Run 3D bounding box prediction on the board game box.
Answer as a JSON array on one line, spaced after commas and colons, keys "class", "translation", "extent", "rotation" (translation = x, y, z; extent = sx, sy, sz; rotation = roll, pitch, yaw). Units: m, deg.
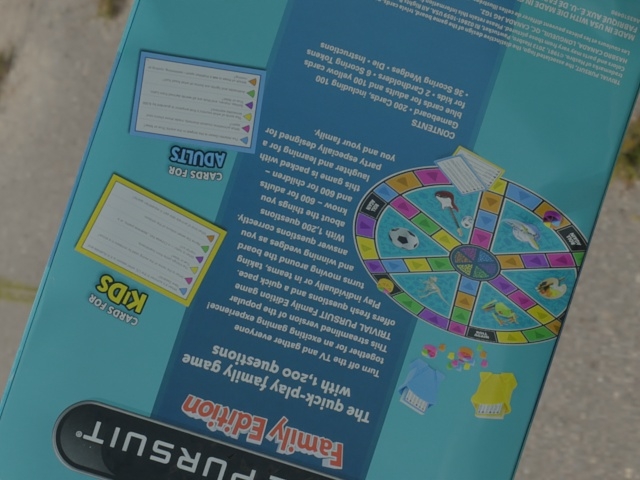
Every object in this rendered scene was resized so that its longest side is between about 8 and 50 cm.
[{"class": "board game box", "translation": [0.000, 0.000, 0.704], "extent": [0.079, 0.254, 0.336], "rotation": [-175, 103, -85]}]
